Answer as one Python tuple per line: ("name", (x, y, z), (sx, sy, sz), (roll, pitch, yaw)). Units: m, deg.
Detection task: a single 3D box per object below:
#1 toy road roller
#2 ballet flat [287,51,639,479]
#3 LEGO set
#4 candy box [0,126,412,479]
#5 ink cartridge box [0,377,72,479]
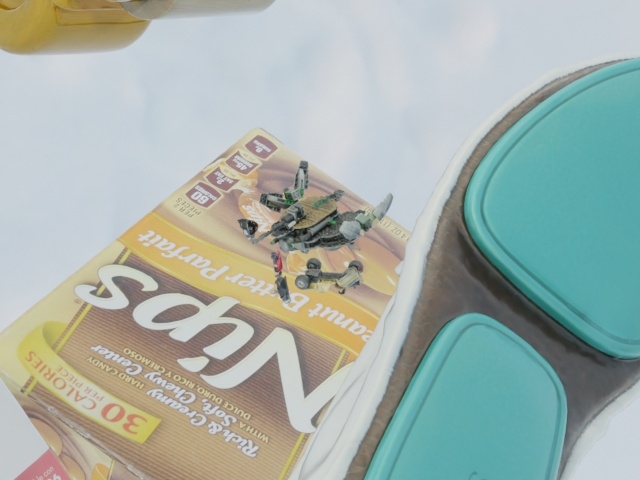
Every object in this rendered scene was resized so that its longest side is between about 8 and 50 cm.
("toy road roller", (-0.198, -0.262, 1.648), (0.202, 0.240, 0.329), (-10, 39, -43))
("ballet flat", (0.066, 0.054, 0.740), (0.139, 0.139, 0.400), (57, 43, -21))
("LEGO set", (-0.002, 0.001, 0.611), (0.083, 0.054, 0.023), (-68, 149, -53))
("candy box", (-0.055, 0.069, 1.037), (0.183, 0.087, 0.316), (35, 38, 9))
("ink cartridge box", (-0.203, 0.065, 0.789), (0.067, 0.115, 0.198), (-41, 109, -31))
